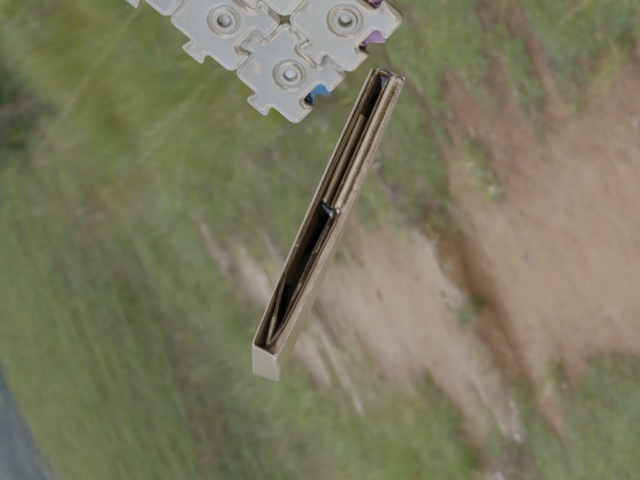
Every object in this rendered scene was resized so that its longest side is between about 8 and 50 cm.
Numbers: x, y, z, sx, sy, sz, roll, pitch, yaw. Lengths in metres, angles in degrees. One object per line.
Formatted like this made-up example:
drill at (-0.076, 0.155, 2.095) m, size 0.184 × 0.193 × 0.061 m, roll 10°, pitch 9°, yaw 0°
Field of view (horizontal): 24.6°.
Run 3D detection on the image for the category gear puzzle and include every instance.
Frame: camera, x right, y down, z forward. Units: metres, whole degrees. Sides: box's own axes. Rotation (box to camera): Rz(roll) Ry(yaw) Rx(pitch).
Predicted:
gear puzzle at (-0.097, -0.262, 1.335) m, size 0.339 × 0.175 × 0.044 m, roll 39°, pitch -148°, yaw -14°

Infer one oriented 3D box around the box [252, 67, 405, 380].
box at (0.000, 0.000, 0.854) m, size 0.021 × 0.164 × 0.201 m, roll 23°, pitch 171°, yaw 1°
